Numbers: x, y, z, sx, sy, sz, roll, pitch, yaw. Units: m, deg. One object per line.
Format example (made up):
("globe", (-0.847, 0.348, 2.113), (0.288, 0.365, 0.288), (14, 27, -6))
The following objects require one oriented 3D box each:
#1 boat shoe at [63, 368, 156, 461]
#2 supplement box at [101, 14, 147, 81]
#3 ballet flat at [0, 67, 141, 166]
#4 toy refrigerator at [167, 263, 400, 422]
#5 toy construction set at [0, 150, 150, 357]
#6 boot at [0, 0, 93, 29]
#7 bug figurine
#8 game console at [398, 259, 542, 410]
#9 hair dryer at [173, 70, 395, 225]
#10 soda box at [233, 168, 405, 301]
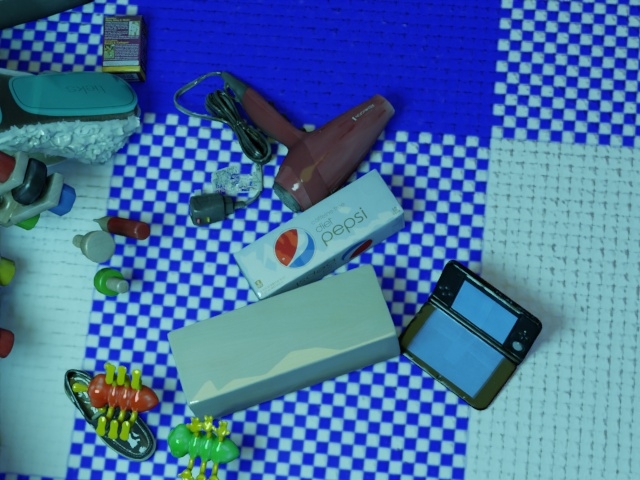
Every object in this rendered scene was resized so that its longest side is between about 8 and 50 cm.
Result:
("boat shoe", (-0.272, 0.220, 1.755), (0.152, 0.049, 0.056), (39, 81, 14))
("supplement box", (-0.266, -0.261, 1.897), (0.055, 0.043, 0.083), (0, 75, 5))
("ballet flat", (-0.411, -0.145, 1.732), (0.408, 0.147, 0.147), (3, 69, -38))
("toy refrigerator", (-0.043, 0.131, 1.743), (0.269, 0.094, 0.102), (-19, 66, -2))
("toy construction set", (-0.401, 0.003, 1.758), (0.308, 0.237, 0.258), (-4, 98, -30))
("boot", (-0.511, -0.273, 1.801), (0.445, 0.146, 0.367), (-12, 38, 0))
("bug figurine", (-0.216, 0.291, 1.694), (0.216, 0.072, 0.279), (14, 97, 8))
("game console", (0.183, 0.118, 1.733), (0.144, 0.124, 0.085), (36, 53, 13))
("hair dryer", (-0.047, -0.142, 1.826), (0.293, 0.080, 0.224), (-7, 73, 2))
("soda box", (0.000, 0.000, 1.787), (0.216, 0.069, 0.074), (-31, 74, -5))
